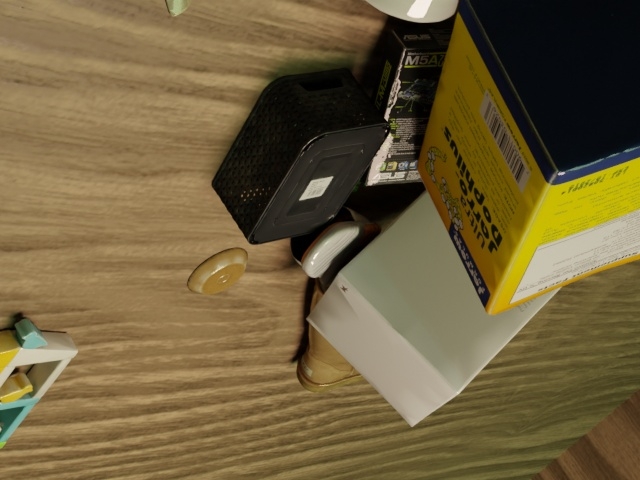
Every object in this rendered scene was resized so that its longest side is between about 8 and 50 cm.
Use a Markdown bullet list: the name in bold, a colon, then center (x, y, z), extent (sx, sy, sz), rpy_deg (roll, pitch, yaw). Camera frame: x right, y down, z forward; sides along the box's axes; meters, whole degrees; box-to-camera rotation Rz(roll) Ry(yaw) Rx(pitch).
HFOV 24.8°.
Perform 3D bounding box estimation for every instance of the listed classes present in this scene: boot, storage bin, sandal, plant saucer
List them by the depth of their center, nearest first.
- **storage bin**: center (-0.022, -0.088, 1.555), extent (0.122, 0.084, 0.180), rpy_deg (-13, 148, -40)
- **sandal**: center (0.007, -0.008, 1.745), extent (0.102, 0.076, 0.265), rpy_deg (-46, 170, 2)
- **plant saucer**: center (-0.121, 0.042, 1.758), extent (0.083, 0.015, 0.083), rpy_deg (-28, 156, -14)
- **boot**: center (0.082, 0.104, 2.051), extent (0.236, 0.089, 0.269), rpy_deg (-24, 153, -24)

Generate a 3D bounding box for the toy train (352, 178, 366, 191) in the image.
- **toy train**: center (0.036, -0.069, 1.749), extent (0.083, 0.017, 0.023), rpy_deg (-23, 144, -25)

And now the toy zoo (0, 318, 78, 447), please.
- **toy zoo**: center (-0.401, 0.185, 1.647), extent (0.192, 0.030, 0.293), rpy_deg (-3, 141, -50)

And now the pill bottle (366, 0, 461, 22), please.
- **pill bottle**: center (0.112, -0.310, 1.245), extent (0.131, 0.131, 0.229), rpy_deg (-14, 150, -38)

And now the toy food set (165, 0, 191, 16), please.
- **toy food set**: center (-0.059, -0.290, 1.159), extent (0.218, 0.071, 0.128), rpy_deg (-32, 133, -11)

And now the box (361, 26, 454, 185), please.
- **box**: center (0.145, -0.147, 1.587), extent (0.191, 0.045, 0.184), rpy_deg (-6, 130, -23)

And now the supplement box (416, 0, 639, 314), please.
- **supplement box**: center (0.236, -0.099, 1.419), extent (0.194, 0.195, 0.356), rpy_deg (-20, 160, -12)

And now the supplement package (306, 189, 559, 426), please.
- **supplement package**: center (0.156, 0.054, 1.791), extent (0.263, 0.199, 0.198), rpy_deg (-43, 175, -22)
